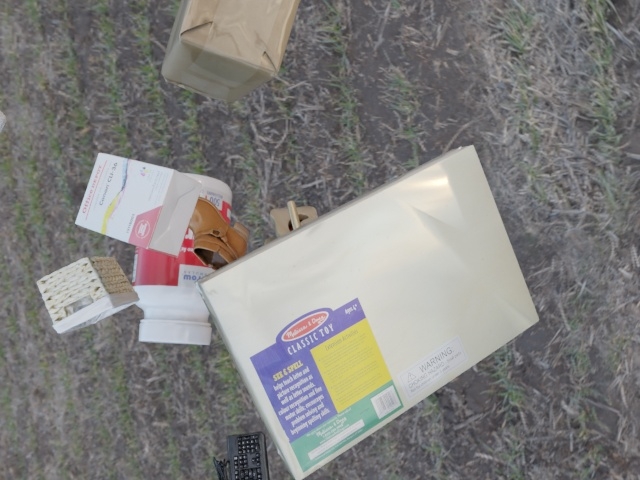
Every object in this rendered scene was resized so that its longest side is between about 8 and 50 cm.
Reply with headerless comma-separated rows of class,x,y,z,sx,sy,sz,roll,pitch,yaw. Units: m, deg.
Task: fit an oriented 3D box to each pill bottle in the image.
pill bottle,-0.349,0.053,1.495,0.229,0.229,0.408,-6,76,35

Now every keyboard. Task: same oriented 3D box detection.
keyboard,-0.140,0.449,1.070,0.100,0.038,0.192,-6,73,-6

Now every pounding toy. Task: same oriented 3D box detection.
pounding toy,0.000,0.000,1.035,0.269,0.154,0.155,-117,35,-58

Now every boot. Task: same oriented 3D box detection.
boot,-0.243,-0.015,1.224,0.197,0.152,0.073,24,119,-6

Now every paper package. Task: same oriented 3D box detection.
paper package,-0.156,-0.434,1.071,0.325,0.168,0.310,15,88,70

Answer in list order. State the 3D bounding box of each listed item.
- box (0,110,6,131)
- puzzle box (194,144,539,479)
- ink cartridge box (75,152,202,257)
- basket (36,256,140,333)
box,-0.385,-0.088,0.317,0.345,0.168,0.215,38,98,17
puzzle box,0.078,0.079,0.766,0.272,0.408,0.052,67,160,-11
ink cartridge box,-0.280,-0.057,0.866,0.198,0.067,0.115,14,85,31
basket,-0.421,0.094,1.085,0.113,0.167,0.103,-26,90,-2
